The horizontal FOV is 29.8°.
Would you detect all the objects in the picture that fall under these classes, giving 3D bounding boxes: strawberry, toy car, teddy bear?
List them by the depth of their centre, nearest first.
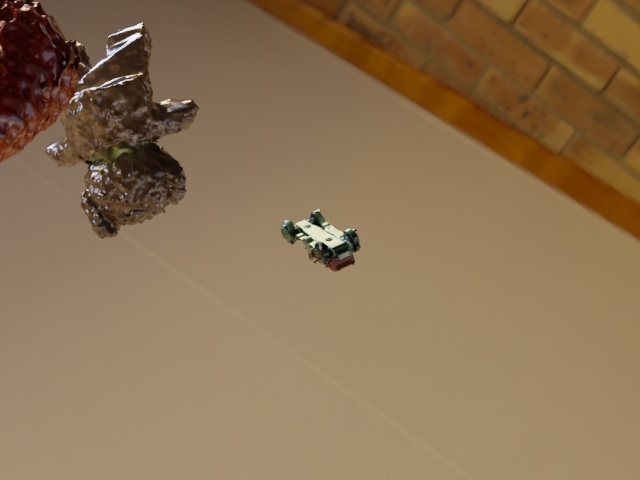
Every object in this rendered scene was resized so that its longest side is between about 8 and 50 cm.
[{"bbox_3d":[-0.372,-0.156,1.320,0.205,0.205,0.244,16,-146,-21],"label":"strawberry"},{"bbox_3d":[-0.307,-0.176,1.851,0.246,0.223,0.296,-16,-145,-4],"label":"teddy bear"},{"bbox_3d":[0.000,0.000,1.869,0.073,0.054,0.143,-24,-151,-25],"label":"toy car"}]
